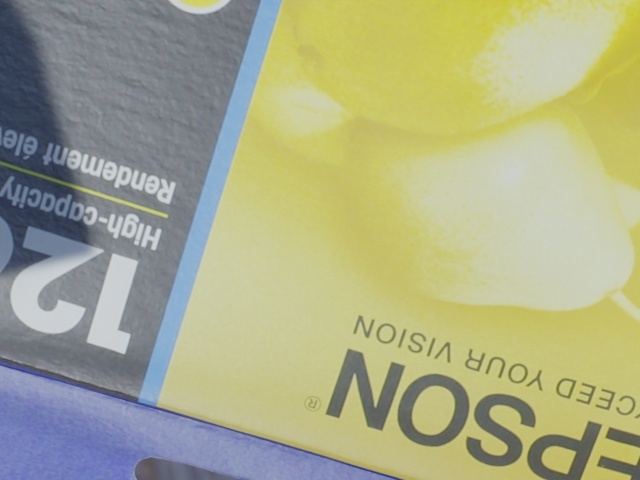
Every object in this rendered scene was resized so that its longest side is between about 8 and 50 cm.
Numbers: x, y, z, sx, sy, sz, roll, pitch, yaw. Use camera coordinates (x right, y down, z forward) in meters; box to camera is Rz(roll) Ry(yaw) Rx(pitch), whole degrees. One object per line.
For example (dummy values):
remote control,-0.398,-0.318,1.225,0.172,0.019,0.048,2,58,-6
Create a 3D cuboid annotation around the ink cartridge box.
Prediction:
ink cartridge box,0.000,0.000,0.647,0.072,0.304,0.307,-91,-163,-76
